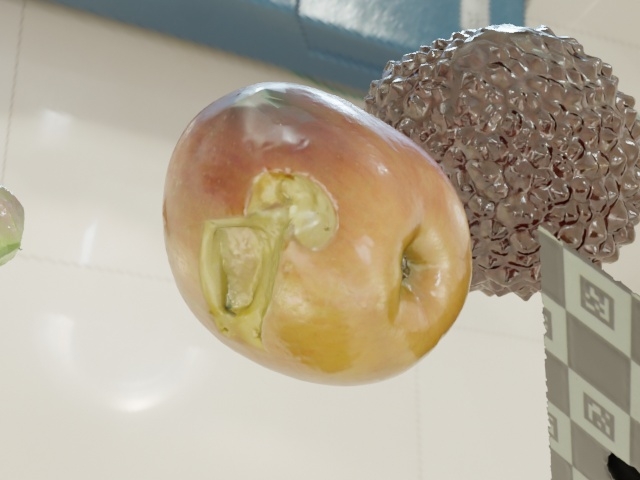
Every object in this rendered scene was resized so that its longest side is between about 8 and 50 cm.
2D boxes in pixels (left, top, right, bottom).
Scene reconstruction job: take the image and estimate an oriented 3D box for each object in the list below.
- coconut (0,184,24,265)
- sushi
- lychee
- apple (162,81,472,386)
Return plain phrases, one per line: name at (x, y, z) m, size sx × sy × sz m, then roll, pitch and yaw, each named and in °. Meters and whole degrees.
coconut at (-0.276, -0.012, 1.025) m, size 0.083 × 0.082 × 0.081 m, roll -40°, pitch 93°, yaw -23°
sushi at (0.299, 0.180, 0.882) m, size 0.064 × 0.343 × 0.359 m, roll -33°, pitch 47°, yaw -20°
lychee at (0.184, -0.085, 1.376) m, size 0.306 × 0.306 × 0.330 m, roll -25°, pitch 66°, yaw -33°
apple at (0.000, 0.000, 0.778) m, size 0.199 × 0.199 × 0.199 m, roll 11°, pitch 61°, yaw -20°
